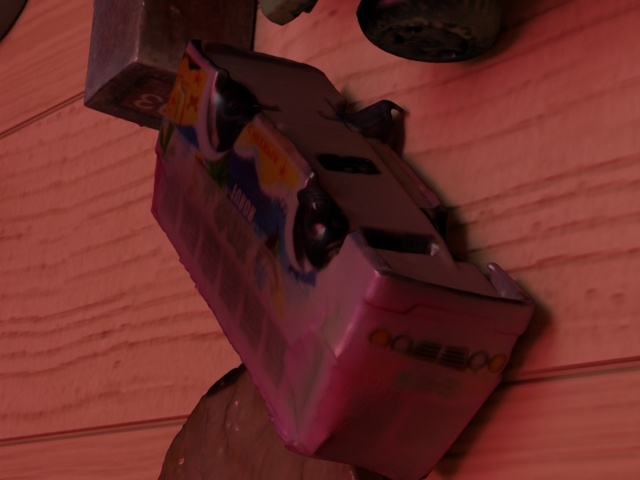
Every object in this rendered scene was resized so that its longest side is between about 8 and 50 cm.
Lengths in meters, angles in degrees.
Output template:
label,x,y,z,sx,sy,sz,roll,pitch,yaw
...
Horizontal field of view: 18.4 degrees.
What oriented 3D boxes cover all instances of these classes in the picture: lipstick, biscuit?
label,x,y,z,sx,sy,sz,roll,pitch,yaw
lipstick,-0.081,-0.250,1.228,0.076,0.080,0.371,-31,48,53
biscuit,-0.040,0.127,0.990,0.250,0.032,0.133,-41,42,48

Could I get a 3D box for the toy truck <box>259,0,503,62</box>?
label,x,y,z,sx,sy,sz,roll,pitch,yaw
toy truck,0.062,-0.186,0.836,0.279,0.156,0.155,-18,59,57

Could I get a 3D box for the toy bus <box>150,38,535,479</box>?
label,x,y,z,sx,sy,sz,roll,pitch,yaw
toy bus,-0.001,0.000,0.924,0.112,0.090,0.274,-68,27,19

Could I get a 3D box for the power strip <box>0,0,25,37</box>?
label,x,y,z,sx,sy,sz,roll,pitch,yaw
power strip,-0.288,-0.240,1.647,0.253,0.054,0.167,-1,74,61
